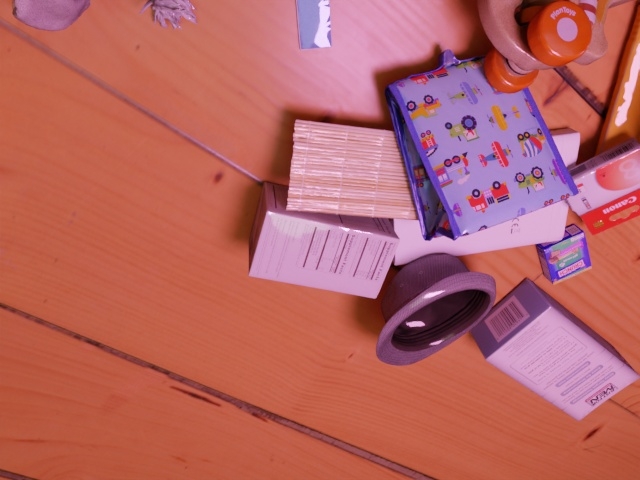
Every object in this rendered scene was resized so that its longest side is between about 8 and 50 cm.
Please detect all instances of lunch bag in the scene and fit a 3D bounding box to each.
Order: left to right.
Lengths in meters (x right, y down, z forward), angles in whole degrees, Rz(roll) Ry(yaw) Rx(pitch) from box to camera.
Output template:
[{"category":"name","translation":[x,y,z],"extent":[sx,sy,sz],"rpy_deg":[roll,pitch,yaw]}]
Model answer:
[{"category":"lunch bag","translation":[0.246,-0.172,0.804],"extent":[0.221,0.138,0.293],"rpy_deg":[-19,93,-9]}]

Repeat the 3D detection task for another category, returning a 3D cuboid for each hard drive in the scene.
[{"category":"hard drive","translation":[0.311,-0.081,0.959],"extent":[0.353,0.047,0.233],"rpy_deg":[-9,121,-3]}]

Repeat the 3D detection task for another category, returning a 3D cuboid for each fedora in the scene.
[{"category":"fedora","translation":[0.215,0.127,1.003],"extent":[0.244,0.124,0.275],"rpy_deg":[22,123,-41]}]

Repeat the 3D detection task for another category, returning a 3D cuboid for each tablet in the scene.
[{"category":"tablet","translation":[-0.010,-0.349,0.779],"extent":[0.054,0.006,0.083],"rpy_deg":[-7,120,-4]}]

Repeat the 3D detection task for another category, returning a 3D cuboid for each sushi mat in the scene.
[{"category":"sushi mat","translation":[0.101,-0.114,0.839],"extent":[0.317,0.019,0.151],"rpy_deg":[3,95,-15]}]

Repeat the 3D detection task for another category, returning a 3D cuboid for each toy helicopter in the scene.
[{"category":"toy helicopter","translation":[0.394,-0.386,0.735],"extent":[0.355,0.140,0.234],"rpy_deg":[-20,91,-12]}]

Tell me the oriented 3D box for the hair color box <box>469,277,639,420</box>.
[{"category":"hair color box","translation":[0.555,0.267,1.159],"extent":[0.374,0.113,0.185],"rpy_deg":[34,111,-23]}]

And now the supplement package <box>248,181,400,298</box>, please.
[{"category":"supplement package","translation":[0.000,0.000,0.909],"extent":[0.244,0.139,0.133],"rpy_deg":[12,116,-14]}]

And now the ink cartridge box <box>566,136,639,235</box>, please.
[{"category":"ink cartridge box","translation":[0.550,-0.085,0.917],"extent":[0.145,0.045,0.179],"rpy_deg":[-30,118,29]}]

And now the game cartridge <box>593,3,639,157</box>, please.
[{"category":"game cartridge","translation":[0.669,-0.250,0.852],"extent":[0.285,0.052,0.323],"rpy_deg":[9,119,13]}]

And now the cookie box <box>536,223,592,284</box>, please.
[{"category":"cookie box","translation":[0.526,0.031,1.057],"extent":[0.092,0.040,0.107],"rpy_deg":[-26,121,7]}]

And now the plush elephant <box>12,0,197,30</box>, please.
[{"category":"plush elephant","translation":[-0.266,-0.390,0.574],"extent":[0.272,0.255,0.330],"rpy_deg":[-27,120,8]}]
